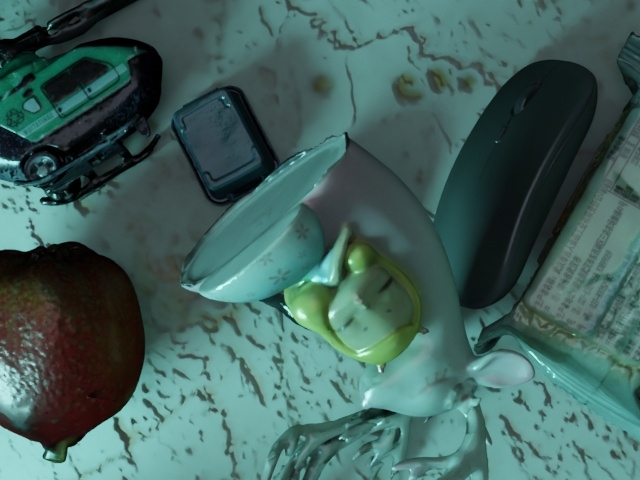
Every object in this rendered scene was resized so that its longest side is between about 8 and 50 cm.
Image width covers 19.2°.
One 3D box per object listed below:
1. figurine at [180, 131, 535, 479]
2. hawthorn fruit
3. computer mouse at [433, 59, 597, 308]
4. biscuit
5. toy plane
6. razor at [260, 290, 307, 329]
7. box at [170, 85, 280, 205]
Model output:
[{"bbox_3d":[0.019,0.115,1.572,0.315,0.206,0.284,44,78,-15],"label":"figurine"},{"bbox_3d":[-0.235,0.096,1.632,0.169,0.169,0.188,5,98,5],"label":"hawthorn fruit"},{"bbox_3d":[0.161,-0.053,1.634,0.057,0.120,0.232,26,89,-33],"label":"computer mouse"},{"bbox_3d":[0.279,0.000,1.632,0.186,0.079,0.309,27,88,5],"label":"biscuit"},{"bbox_3d":[-0.279,-0.098,1.683,0.381,0.106,0.155,-31,77,3],"label":"toy plane"},{"bbox_3d":[0.000,0.000,1.668,0.090,0.054,0.148,31,89,3],"label":"razor"},{"bbox_3d":[-0.087,-0.087,1.683,0.074,0.054,0.099,-28,83,1],"label":"box"}]
